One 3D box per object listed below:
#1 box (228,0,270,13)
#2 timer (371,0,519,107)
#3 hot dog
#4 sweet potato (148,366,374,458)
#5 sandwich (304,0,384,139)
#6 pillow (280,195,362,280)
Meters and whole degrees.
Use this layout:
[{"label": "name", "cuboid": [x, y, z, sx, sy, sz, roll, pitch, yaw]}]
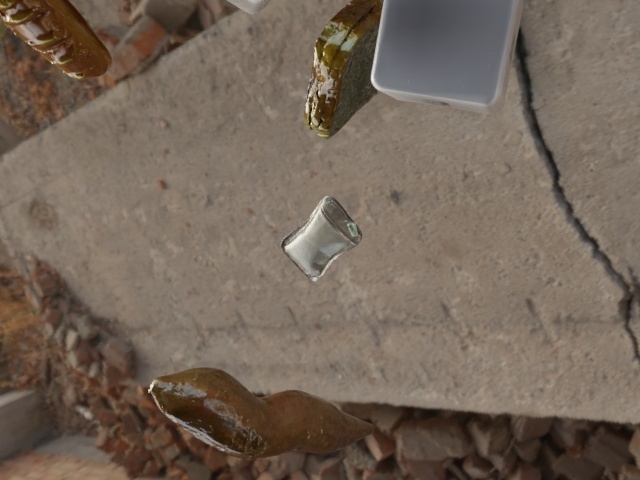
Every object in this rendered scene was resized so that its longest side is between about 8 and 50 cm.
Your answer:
[{"label": "box", "cuboid": [-0.139, -0.440, 1.087, 0.206, 0.262, 0.291, 33, 154, -17]}, {"label": "timer", "cuboid": [0.200, -0.307, 1.168, 0.192, 0.195, 0.194, 12, 98, 14]}, {"label": "hot dog", "cuboid": [-0.338, -0.279, 0.856, 0.072, 0.269, 0.115, -41, 54, 0]}, {"label": "sweet potato", "cuboid": [-0.041, 0.150, 0.627, 0.051, 0.218, 0.065, -16, 59, 52]}, {"label": "sandwich", "cuboid": [0.071, -0.408, 1.765, 0.099, 0.271, 0.301, 29, 144, 11]}, {"label": "pillow", "cuboid": [0.000, 0.000, 1.726, 0.131, 0.038, 0.233, 47, 133, 3]}]
